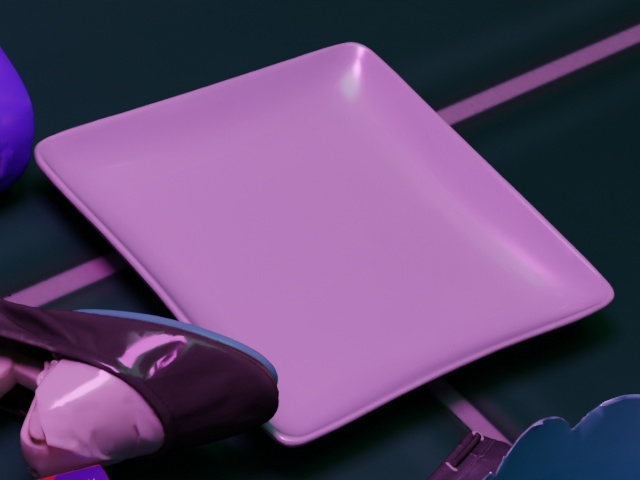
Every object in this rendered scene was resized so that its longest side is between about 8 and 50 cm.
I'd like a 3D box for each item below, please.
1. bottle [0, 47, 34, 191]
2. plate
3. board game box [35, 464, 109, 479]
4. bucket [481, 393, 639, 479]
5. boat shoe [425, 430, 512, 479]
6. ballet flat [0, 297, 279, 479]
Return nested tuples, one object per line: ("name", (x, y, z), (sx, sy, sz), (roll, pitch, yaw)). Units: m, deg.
("bottle", (-0.315, -0.056, 1.159), (0.283, 0.092, 0.118), (-15, 50, -31))
("plate", (0.000, 0.000, 1.245), (0.277, 0.045, 0.278), (-22, 55, -34))
("board game box", (-0.140, 0.212, 0.974), (0.147, 0.045, 0.193), (-12, 50, -29))
("bucket", (0.173, 0.230, 0.961), (0.281, 0.183, 0.281), (10, 42, -9))
("boat shoe", (0.042, 0.167, 1.063), (0.076, 0.080, 0.228), (33, 43, 24))
("ballet flat", (-0.166, 0.079, 1.081), (0.280, 0.095, 0.096), (14, 51, 11))
